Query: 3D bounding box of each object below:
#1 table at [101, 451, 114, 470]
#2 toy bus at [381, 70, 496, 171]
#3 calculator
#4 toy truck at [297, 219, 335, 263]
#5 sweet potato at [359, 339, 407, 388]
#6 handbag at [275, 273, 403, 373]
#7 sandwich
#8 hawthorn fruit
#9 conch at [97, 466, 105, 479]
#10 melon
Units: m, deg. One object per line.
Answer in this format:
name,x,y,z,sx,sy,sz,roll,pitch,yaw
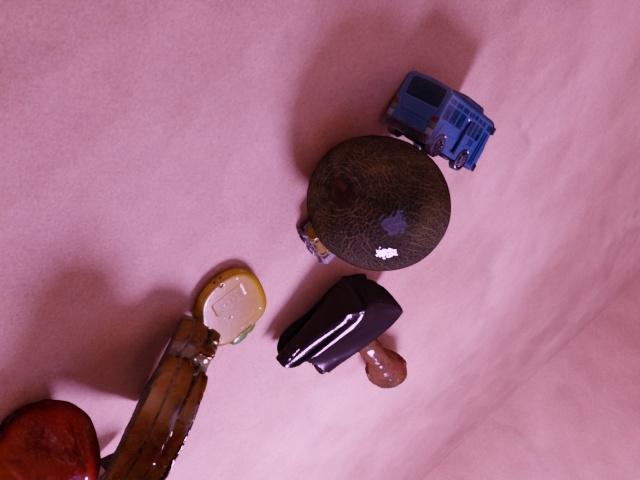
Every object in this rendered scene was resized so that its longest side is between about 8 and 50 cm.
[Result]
table,-0.388,0.616,1.666,0.317,0.317,0.249,-39,164,-14
toy bus,0.230,-0.220,1.573,0.234,0.116,0.133,16,104,-57
calculator,-0.166,0.132,1.578,0.146,0.032,0.235,-39,149,-14
toy truck,0.000,0.000,1.603,0.052,0.063,0.123,-43,151,-8
sweet potato,0.157,0.318,2.185,0.109,0.109,0.385,-45,151,-3
handbag,0.039,0.192,1.853,0.257,0.113,0.285,-45,159,10
sandwich,-0.261,0.281,1.432,0.249,0.095,0.273,-60,-171,22
hawthorn fruit,-0.438,0.345,1.338,0.173,0.179,0.173,-6,138,-6
conch,-0.490,0.491,1.413,0.186,0.263,0.324,59,42,-44
melon,0.110,-0.063,1.488,0.237,0.237,0.302,-54,150,14
